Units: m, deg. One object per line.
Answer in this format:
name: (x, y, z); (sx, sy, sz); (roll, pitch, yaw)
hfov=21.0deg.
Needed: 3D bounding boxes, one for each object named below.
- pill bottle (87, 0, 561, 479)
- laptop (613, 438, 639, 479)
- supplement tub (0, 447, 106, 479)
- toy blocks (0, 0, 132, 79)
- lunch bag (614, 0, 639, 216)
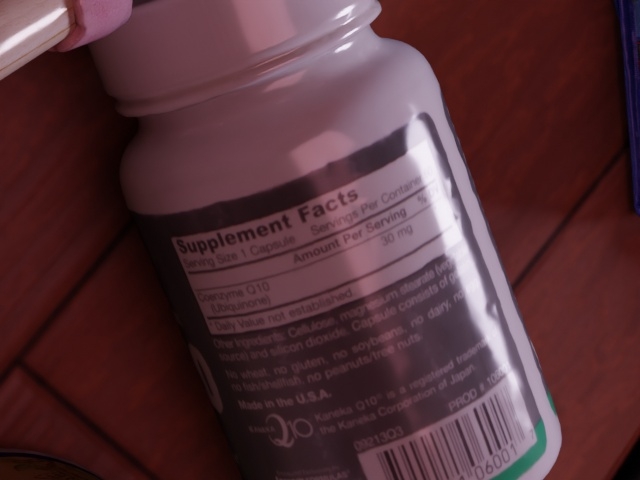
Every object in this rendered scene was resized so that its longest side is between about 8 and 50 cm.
pill bottle: (0.000, 0.000, 1.060); (0.204, 0.204, 0.361); (-26, 106, -19)
laptop: (0.364, 0.210, 1.351); (0.234, 0.136, 0.264); (-55, 138, -9)
supplement tub: (-0.151, 0.260, 0.950); (0.241, 0.331, 0.241); (-3, 97, -24)
toy blocks: (-0.249, -0.247, 0.944); (0.260, 0.309, 0.288); (-45, 129, -48)
lunch bag: (0.326, -0.182, 1.240); (0.221, 0.138, 0.293); (-11, 90, -20)
